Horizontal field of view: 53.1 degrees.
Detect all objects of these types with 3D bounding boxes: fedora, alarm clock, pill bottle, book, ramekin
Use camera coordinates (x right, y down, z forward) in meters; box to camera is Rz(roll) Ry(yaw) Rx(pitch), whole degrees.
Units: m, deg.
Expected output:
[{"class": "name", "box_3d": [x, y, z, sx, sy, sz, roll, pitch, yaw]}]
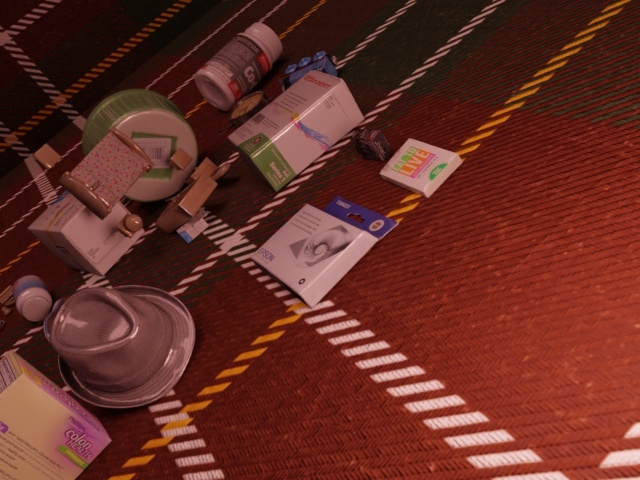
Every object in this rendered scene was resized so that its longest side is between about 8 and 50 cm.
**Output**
[{"class": "fedora", "box_3d": [-0.382, 0.171, 1.172, 0.275, 0.124, 0.243, 14, 64, 25]}, {"class": "alarm clock", "box_3d": [-0.219, -0.363, 1.866, 0.192, 0.064, 0.129, -35, 32, -3]}, {"class": "pill bottle", "box_3d": [-0.259, -0.568, 2.081, 0.161, 0.161, 0.283, 11, 55, 50]}, {"class": "pill bottle", "box_3d": [-0.760, 0.155, 1.690, 0.087, 0.087, 0.160, -44, 32, -12]}, {"class": "book", "box_3d": [0.187, -0.137, 1.214, 0.096, 0.035, 0.144, -46, 34, -8]}, {"class": "ramekin", "box_3d": [-0.489, -0.254, 1.774, 0.303, 0.303, 0.148, -41, 39, -7]}]

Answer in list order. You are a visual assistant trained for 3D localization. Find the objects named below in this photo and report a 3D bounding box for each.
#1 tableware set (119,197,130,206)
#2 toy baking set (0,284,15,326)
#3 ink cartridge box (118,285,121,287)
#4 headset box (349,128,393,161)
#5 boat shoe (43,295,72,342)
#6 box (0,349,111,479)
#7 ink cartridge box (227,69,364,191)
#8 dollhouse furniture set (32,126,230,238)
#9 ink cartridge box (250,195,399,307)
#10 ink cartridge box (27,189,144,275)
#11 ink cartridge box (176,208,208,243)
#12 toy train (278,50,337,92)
[{"class": "tableware set", "box_3d": [-0.632, -0.150, 2.011, 0.128, 0.039, 0.194, -37, 31, -1]}, {"class": "toy baking set", "box_3d": [-0.949, 0.217, 1.847, 0.197, 0.030, 0.256, -13, 38, 32]}, {"class": "ink cartridge box", "box_3d": [-0.426, 0.185, 1.325, 0.143, 0.092, 0.090, -46, 34, -12]}, {"class": "headset box", "box_3d": [0.108, -0.200, 1.338, 0.032, 0.062, 0.083, -48, 34, -17]}, {"class": "boat shoe", "box_3d": [-0.607, 0.183, 1.526, 0.066, 0.066, 0.183, -31, 32, 6]}, {"class": "box", "box_3d": [-0.531, 0.354, 1.088, 0.243, 0.213, 0.117, -47, 33, -15]}, {"class": "ink cartridge box", "box_3d": [-0.062, -0.271, 1.542, 0.278, 0.117, 0.201, -40, 32, -4]}, {"class": "dollhouse furniture set", "box_3d": [-0.438, -0.200, 1.555, 0.174, 0.355, 0.303, -24, 29, 51]}, {"class": "ink cartridge box", "box_3d": [0.000, 0.000, 1.197, 0.224, 0.045, 0.223, -44, 32, -12]}, {"class": "ink cartridge box", "box_3d": [-0.633, -0.030, 1.731, 0.233, 0.168, 0.171, 4, 49, 46]}, {"class": "ink cartridge box", "box_3d": [-0.304, -0.035, 1.553, 0.083, 0.028, 0.048, -42, 32, -9]}, {"class": "toy train", "box_3d": [-0.035, -0.465, 1.811, 0.184, 0.080, 0.105, -16, 43, 29]}]
